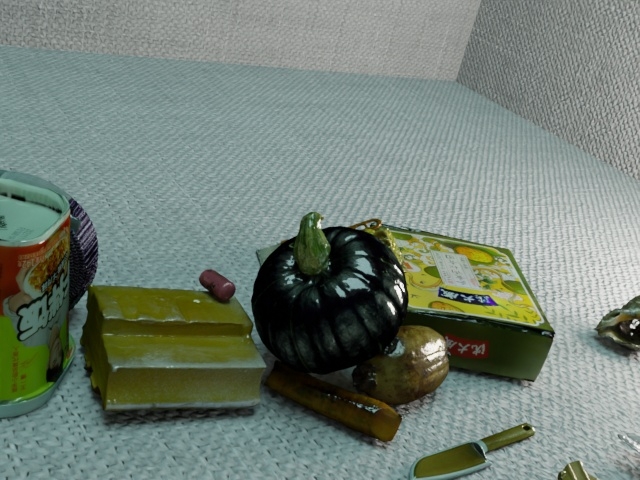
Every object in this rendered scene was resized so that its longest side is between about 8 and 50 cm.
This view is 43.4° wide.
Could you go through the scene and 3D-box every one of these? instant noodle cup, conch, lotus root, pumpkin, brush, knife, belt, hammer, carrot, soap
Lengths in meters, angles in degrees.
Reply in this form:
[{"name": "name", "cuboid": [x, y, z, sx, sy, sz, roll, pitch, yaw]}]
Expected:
[{"name": "instant noodle cup", "cuboid": [-0.532, 0.077, 1.302, 0.293, 0.308, 0.294, 12, 25, -6]}, {"name": "conch", "cuboid": [0.776, 0.205, 1.961, 0.207, 0.130, 0.155, -6, 16, -11]}, {"name": "lotus root", "cuboid": [0.152, 0.239, 1.539, 0.260, 0.145, 0.128, -10, -8, -44]}, {"name": "pumpkin", "cuboid": [0.007, 0.087, 1.450, 0.295, 0.296, 0.296, 12, 26, -6]}, {"name": "brush", "cuboid": [0.000, 0.000, 1.935, 0.314, 0.017, 0.090, -18, 34, -4]}, {"name": "knife", "cuboid": [0.281, 0.383, 1.448, 0.343, 0.027, 0.061, -6, 36, -36]}, {"name": "belt", "cuboid": [-0.573, 0.002, 1.483, 0.324, 0.260, 0.122, 24, 26, -5]}, {"name": "hammer", "cuboid": [-0.194, 0.083, 1.514, 0.043, 0.043, 0.083, -10, 26, -42]}, {"name": "carrot", "cuboid": [0.021, 0.288, 1.454, 0.260, 0.070, 0.070, 21, 26, 17]}, {"name": "soap", "cuboid": [-0.265, 0.191, 1.426, 0.281, 0.143, 0.259, 6, 26, -29]}]

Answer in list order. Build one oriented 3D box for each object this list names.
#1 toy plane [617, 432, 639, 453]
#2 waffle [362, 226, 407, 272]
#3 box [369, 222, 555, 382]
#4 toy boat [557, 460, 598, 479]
[{"name": "toy plane", "cuboid": [0.676, 0.452, 1.466, 0.212, 0.088, 0.267, 8, 34, -12]}, {"name": "waffle", "cuboid": [0.063, 0.069, 1.732, 0.307, 0.060, 0.312, -10, 31, 38]}, {"name": "box", "cuboid": [0.292, 0.127, 1.843, 0.373, 0.138, 0.420, 12, 25, -7]}, {"name": "toy boat", "cuboid": [0.475, 0.482, 1.275, 0.115, 0.089, 0.310, -1, 29, -12]}]
